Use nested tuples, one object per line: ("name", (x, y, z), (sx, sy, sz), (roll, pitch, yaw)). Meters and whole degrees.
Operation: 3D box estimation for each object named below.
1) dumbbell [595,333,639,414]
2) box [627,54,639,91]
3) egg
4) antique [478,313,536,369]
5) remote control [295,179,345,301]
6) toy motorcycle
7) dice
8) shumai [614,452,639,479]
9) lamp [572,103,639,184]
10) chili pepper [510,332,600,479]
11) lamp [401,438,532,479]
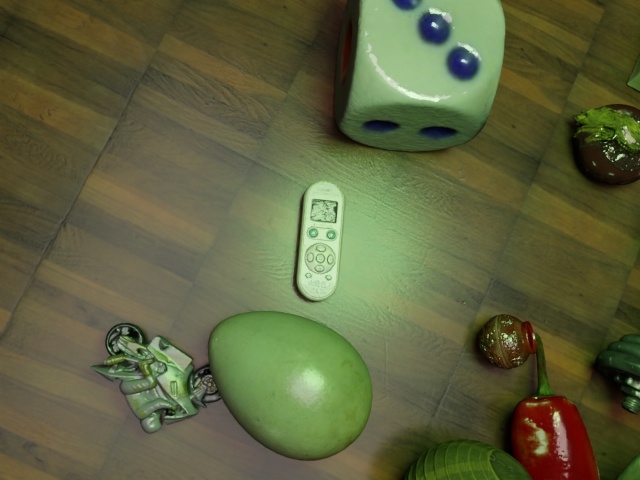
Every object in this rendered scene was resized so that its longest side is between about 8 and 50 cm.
("dumbbell", (0.645, 0.129, 1.354), (0.179, 0.179, 0.406), (30, 80, -3))
("box", (0.704, -0.397, 1.435), (0.095, 0.168, 0.212), (27, 80, 0))
("egg", (-0.053, 0.227, 1.221), (0.295, 0.218, 0.218), (36, 79, 6))
("antique", (0.334, 0.183, 1.343), (0.104, 0.104, 0.104), (1, 83, -8))
("remote control", (0.000, 0.000, 1.346), (0.078, 0.042, 0.221), (6, 81, -7))
("toy motorcycle", (-0.279, 0.245, 1.258), (0.225, 0.073, 0.152), (28, 81, -5))
("dice", (0.166, -0.317, 1.314), (0.251, 0.243, 0.259), (5, 79, -7))
("shumai", (0.693, 0.502, 1.247), (0.397, 0.323, 0.324), (19, 92, 28))
("lamp", (0.567, -0.184, 1.404), (0.157, 0.135, 0.156), (-10, 85, -11))
("chili pepper", (0.400, 0.337, 1.306), (0.131, 0.134, 0.338), (-6, 85, -28))
("lamp", (0.229, 0.470, 1.230), (0.250, 0.250, 0.284), (38, 113, -2))
